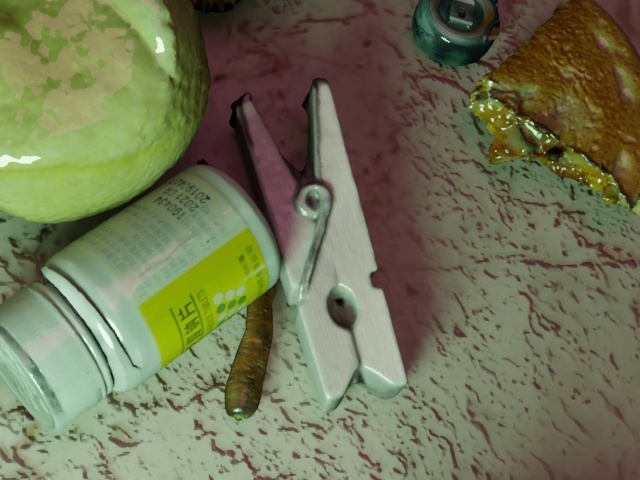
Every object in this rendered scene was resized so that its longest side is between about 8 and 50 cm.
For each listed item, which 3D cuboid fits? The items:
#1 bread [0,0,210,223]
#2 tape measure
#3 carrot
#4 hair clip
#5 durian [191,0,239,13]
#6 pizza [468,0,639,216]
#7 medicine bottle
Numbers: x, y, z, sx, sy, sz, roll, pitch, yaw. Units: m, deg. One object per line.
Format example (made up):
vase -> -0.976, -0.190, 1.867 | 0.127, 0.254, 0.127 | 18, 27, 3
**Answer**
bread -> -0.261, -0.168, 1.128 | 0.321, 0.237, 0.320 | -3, 67, 7
tape measure -> 0.178, -0.273, 1.320 | 0.104, 0.180, 0.107 | 20, 60, -21
carrot -> -0.063, 0.097, 1.158 | 0.036, 0.035, 0.165 | 15, 60, -5
hair clip -> -0.001, 0.002, 1.190 | 0.101, 0.085, 0.330 | -12, 74, -15
durian -> -0.092, -0.323, 1.289 | 0.237, 0.137, 0.193 | 12, 35, 12
pizza -> 0.261, -0.145, 1.319 | 0.229, 0.081, 0.289 | -3, 64, -21
medicine bottle -> -0.172, 0.050, 1.095 | 0.258, 0.143, 0.143 | -35, 76, -25
